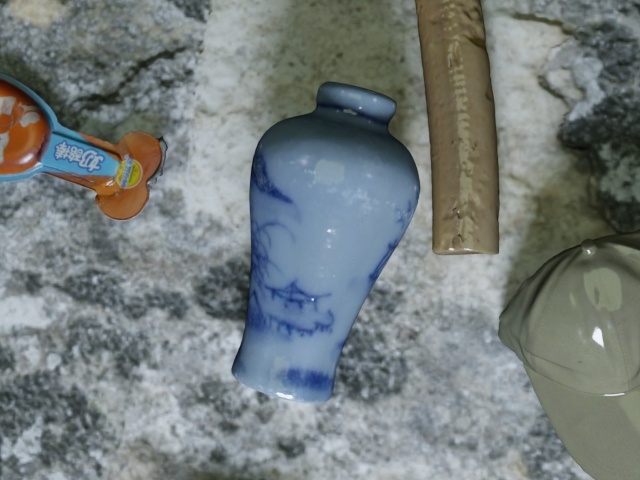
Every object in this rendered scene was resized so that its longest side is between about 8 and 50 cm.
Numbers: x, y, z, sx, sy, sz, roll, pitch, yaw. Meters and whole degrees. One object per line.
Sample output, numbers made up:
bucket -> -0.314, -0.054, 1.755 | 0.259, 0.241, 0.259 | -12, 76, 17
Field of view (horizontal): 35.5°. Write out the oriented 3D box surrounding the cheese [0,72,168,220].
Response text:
cheese -> -0.265, -0.091, 0.928 | 0.256, 0.037, 0.106 | 18, 88, 12

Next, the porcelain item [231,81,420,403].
porcelain item -> 0.000, 0.000, 0.831 | 0.141, 0.141, 0.259 | 14, 93, 10

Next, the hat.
hat -> 0.243, 0.099, 0.786 | 0.166, 0.144, 0.173 | -25, 57, 7

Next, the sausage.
sausage -> 0.115, -0.134, 0.863 | 0.065, 0.066, 0.301 | -5, 84, 8
